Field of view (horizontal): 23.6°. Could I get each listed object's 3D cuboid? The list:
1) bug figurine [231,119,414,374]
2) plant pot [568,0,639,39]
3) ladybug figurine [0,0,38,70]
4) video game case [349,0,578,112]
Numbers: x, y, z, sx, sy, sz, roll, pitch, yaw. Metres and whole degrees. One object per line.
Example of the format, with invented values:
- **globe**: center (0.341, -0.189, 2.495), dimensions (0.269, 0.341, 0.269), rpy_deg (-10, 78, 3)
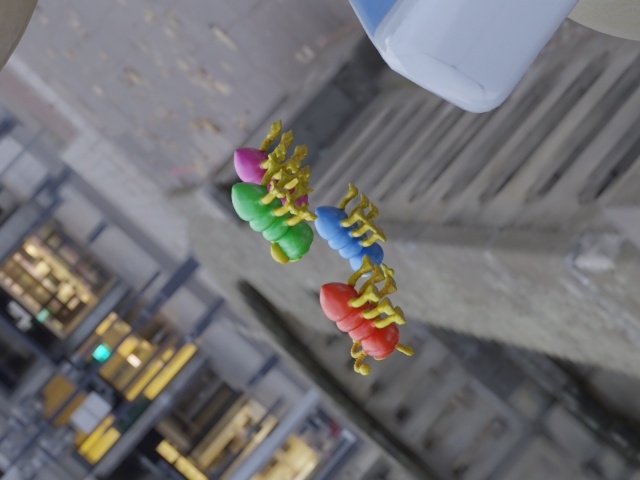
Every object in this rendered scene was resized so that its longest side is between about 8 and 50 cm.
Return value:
- **bug figurine**: center (0.000, 0.000, 1.421), dimensions (0.216, 0.072, 0.279), rpy_deg (45, -166, -16)
- **plant pot**: center (0.211, -0.239, 0.995), dimensions (0.256, 0.256, 0.274), rpy_deg (40, -155, 8)
- **ladybug figurine**: center (-0.334, -0.253, 1.062), dimensions (0.305, 0.449, 0.162), rpy_deg (7, 175, -13)
- **video game case**: center (0.084, -0.230, 0.389), dimensions (0.036, 0.329, 0.300), rpy_deg (26, -158, -26)
